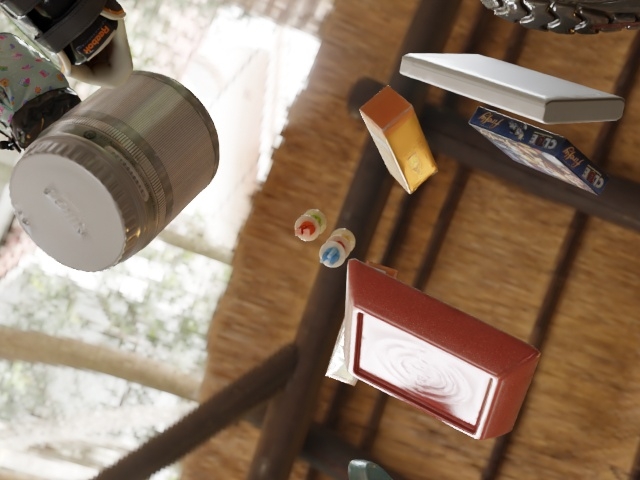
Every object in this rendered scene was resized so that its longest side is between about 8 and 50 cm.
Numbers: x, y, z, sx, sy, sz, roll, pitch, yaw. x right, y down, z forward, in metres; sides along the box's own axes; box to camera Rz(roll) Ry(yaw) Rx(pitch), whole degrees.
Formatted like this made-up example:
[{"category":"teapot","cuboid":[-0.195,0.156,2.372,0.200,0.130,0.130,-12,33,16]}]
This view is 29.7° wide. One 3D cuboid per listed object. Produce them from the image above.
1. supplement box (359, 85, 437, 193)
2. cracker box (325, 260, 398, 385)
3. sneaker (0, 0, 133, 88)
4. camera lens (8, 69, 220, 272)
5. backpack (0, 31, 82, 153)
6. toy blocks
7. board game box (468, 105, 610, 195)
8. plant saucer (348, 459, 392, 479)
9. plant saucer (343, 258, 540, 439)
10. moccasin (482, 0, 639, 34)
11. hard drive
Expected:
[{"category":"supplement box","cuboid":[0.150,-0.187,2.274,0.078,0.233,0.080,-41,-125,-6]},{"category":"cracker box","cuboid":[0.077,0.161,2.305,0.232,0.067,0.155,106,3,-61]},{"category":"sneaker","cuboid":[-0.325,-0.298,1.481,0.126,0.321,0.127,-45,-119,1]},{"category":"camera lens","cuboid":[-0.292,-0.107,1.766,0.219,0.219,0.274,-51,180,42]},{"category":"backpack","cuboid":[-0.473,-0.236,1.881,0.152,0.182,0.115,-31,155,-47]},{"category":"toy blocks","cuboid":[0.000,0.000,2.357,0.054,0.123,0.148,-57,177,19]},{"category":"board game box","cuboid":[0.417,-0.173,2.313,0.243,0.165,0.042,31,-91,51]},{"category":"plant saucer","cuboid":[0.086,0.367,1.761,0.021,0.119,0.119,-37,-149,17]},{"category":"plant saucer","cuboid":[0.135,0.155,1.541,0.047,0.259,0.258,-56,164,-27]},{"category":"moccasin","cuboid":[0.410,-0.376,1.696,0.139,0.380,0.147,47,42,-78]},{"category":"hard drive","cuboid":[0.307,-0.250,1.956,0.307,0.203,0.040,27,-65,44]}]
